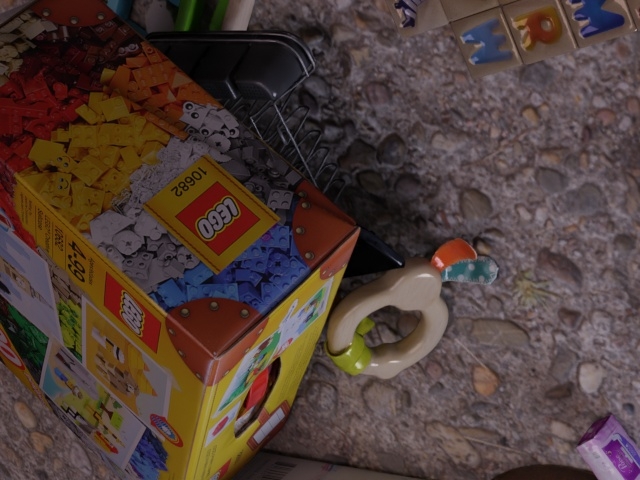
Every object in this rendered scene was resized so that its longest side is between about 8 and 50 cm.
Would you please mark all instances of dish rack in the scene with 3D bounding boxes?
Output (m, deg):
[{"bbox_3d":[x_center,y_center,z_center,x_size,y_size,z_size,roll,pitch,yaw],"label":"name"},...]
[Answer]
[{"bbox_3d":[-0.071,-0.085,1.368,0.208,0.074,0.272,7,138,36],"label":"dish rack"}]

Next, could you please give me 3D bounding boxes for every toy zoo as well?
[{"bbox_3d":[-0.194,-0.294,1.388,0.293,0.030,0.192,36,132,16],"label":"toy zoo"}]

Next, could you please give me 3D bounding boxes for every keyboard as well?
[{"bbox_3d":[0.000,0.000,1.330,0.100,0.038,0.192,34,155,-27],"label":"keyboard"}]

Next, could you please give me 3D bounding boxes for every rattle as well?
[{"bbox_3d":[0.080,0.037,1.367,0.130,0.143,0.200,24,119,-16],"label":"rattle"}]

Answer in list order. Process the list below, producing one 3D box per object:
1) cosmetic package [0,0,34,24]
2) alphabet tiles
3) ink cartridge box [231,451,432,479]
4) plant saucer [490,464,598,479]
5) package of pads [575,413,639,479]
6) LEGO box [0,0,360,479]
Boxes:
[{"bbox_3d":[-0.321,-0.152,1.527,0.060,0.099,0.239,24,129,22],"label":"cosmetic package"},{"bbox_3d":[0.167,-0.291,1.117,0.342,0.011,0.285,-12,107,42],"label":"alphabet tiles"},{"bbox_3d":[-0.030,0.360,1.509,0.306,0.226,0.131,4,118,38],"label":"ink cartridge box"},{"bbox_3d":[0.273,0.380,1.405,0.310,0.050,0.311,19,124,30],"label":"plant saucer"},{"bbox_3d":[0.287,0.215,1.292,0.083,0.050,0.032,53,135,-1],"label":"package of pads"},{"bbox_3d":[-0.196,0.041,1.372,0.372,0.193,0.500,41,153,13],"label":"LEGO box"}]
